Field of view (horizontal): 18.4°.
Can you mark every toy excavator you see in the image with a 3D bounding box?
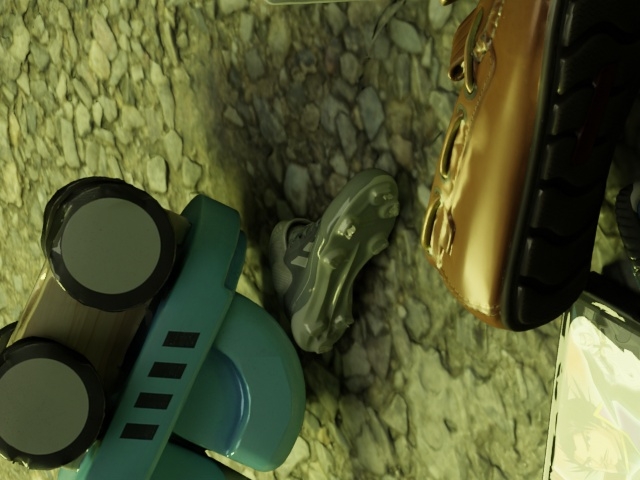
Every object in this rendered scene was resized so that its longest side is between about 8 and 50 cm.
[{"bbox_3d":[-0.094,0.201,1.720,0.433,0.445,0.222,-66,10,-2],"label":"toy excavator"}]

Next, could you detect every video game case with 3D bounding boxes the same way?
[{"bbox_3d":[0.252,0.193,1.381,0.248,0.035,0.275,32,128,45],"label":"video game case"}]

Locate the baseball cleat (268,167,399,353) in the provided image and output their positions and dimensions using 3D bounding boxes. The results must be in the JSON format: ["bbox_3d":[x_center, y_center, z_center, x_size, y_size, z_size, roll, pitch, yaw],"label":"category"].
[{"bbox_3d":[0.000,0.000,1.632,0.109,0.072,0.206,55,139,33],"label":"baseball cleat"}]

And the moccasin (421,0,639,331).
[{"bbox_3d":[0.144,-0.127,1.319,0.147,0.139,0.380,37,134,36],"label":"moccasin"}]

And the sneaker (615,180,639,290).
[{"bbox_3d":[0.257,0.039,1.287,0.080,0.081,0.211,56,-173,-53],"label":"sneaker"}]

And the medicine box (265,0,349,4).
[{"bbox_3d":[-0.005,-0.337,1.369,0.289,0.149,0.264,-127,36,-56],"label":"medicine box"}]
